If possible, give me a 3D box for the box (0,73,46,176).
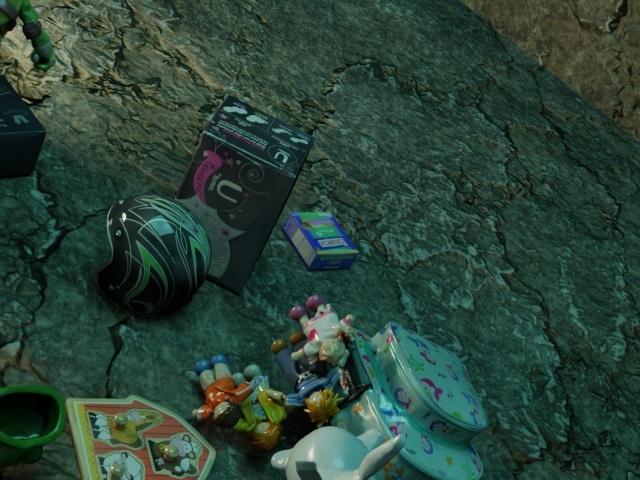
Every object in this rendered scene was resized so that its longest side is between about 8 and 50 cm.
[{"bbox_3d":[-0.543,-0.179,1.977,0.156,0.093,0.158,-9,47,-43],"label":"box"}]

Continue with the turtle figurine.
[{"bbox_3d":[-0.531,-0.299,1.973,0.198,0.274,0.266,44,51,-22],"label":"turtle figurine"}]

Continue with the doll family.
[{"bbox_3d":[-0.045,0.203,1.745,0.118,0.263,0.163,57,2,-33],"label":"doll family"}]

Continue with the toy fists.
[{"bbox_3d":[-0.436,0.236,1.455,0.279,0.142,0.096,-6,77,-40],"label":"toy fists"}]

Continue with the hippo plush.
[{"bbox_3d":[-0.010,0.339,1.558,0.234,0.294,0.236,-14,22,-6],"label":"hippo plush"}]

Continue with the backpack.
[{"bbox_3d":[0.121,0.256,1.776,0.225,0.191,0.253,30,32,-36],"label":"backpack"}]

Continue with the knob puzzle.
[{"bbox_3d":[-0.225,0.272,1.653,0.213,0.030,0.213,19,34,-13],"label":"knob puzzle"}]

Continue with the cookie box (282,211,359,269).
[{"bbox_3d":[0.000,0.000,2.172,0.091,0.040,0.107,-1,44,-38],"label":"cookie box"}]

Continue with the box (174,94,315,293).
[{"bbox_3d":[-0.139,-0.071,1.979,0.163,0.247,0.142,26,32,-3],"label":"box"}]

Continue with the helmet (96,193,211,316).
[{"bbox_3d":[-0.244,0.015,1.865,0.169,0.161,0.169,19,34,-13],"label":"helmet"}]
